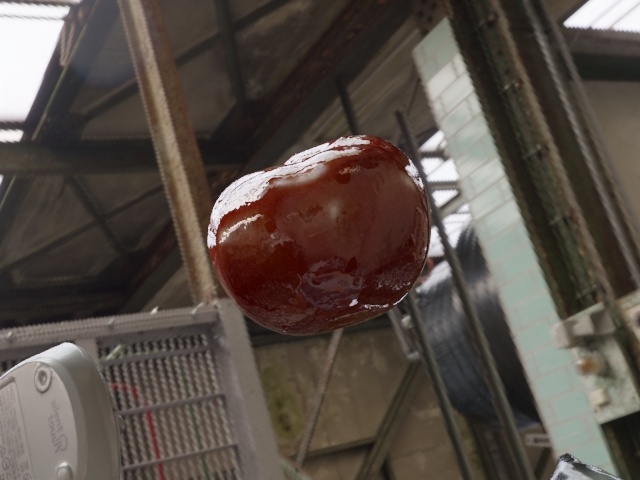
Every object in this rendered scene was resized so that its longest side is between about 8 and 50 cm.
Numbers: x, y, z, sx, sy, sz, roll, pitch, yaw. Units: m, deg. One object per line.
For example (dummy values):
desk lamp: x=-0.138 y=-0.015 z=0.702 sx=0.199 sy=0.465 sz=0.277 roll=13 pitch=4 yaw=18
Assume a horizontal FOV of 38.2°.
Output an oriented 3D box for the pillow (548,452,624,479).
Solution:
pillow: x=0.274 y=0.295 z=0.808 sx=0.186 sy=0.249 sz=0.106 roll=-52 pitch=-49 yaw=-24

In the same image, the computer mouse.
computer mouse: x=-0.286 y=0.228 z=0.937 sx=0.121 sy=0.296 sz=0.184 roll=17 pitch=-136 yaw=-51

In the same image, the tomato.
tomato: x=0.000 y=0.000 z=1.178 sx=0.298 sy=0.298 sz=0.226 roll=-28 pitch=-74 yaw=-38
